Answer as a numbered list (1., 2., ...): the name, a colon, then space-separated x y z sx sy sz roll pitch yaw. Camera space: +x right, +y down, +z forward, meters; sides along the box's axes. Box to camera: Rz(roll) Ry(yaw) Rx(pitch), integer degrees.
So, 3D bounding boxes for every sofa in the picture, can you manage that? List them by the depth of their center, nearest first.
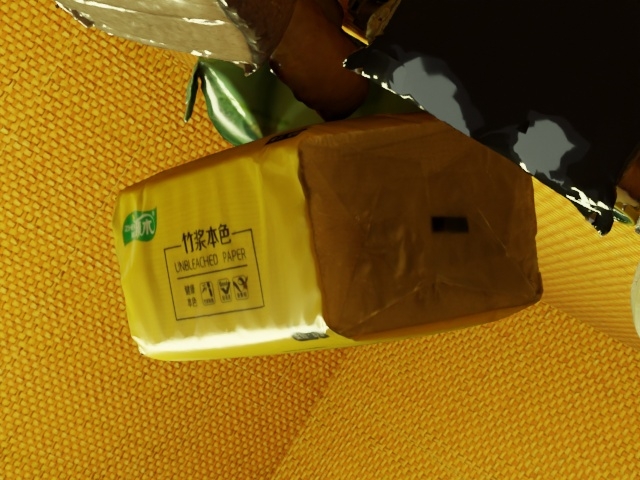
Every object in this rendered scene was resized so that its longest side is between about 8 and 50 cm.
1. sofa: 0.159 -0.153 1.036 0.258 0.182 0.200 32 -165 -2

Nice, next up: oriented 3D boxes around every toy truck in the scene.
1. toy truck: 0.065 -0.230 1.426 0.049 0.054 0.083 33 178 -28

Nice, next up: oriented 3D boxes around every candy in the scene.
1. candy: 0.033 -0.161 1.724 0.398 0.172 0.263 17 -166 -3

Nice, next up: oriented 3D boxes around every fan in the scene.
1. fan: 0.336 -0.060 1.649 0.082 0.039 0.155 32 176 13

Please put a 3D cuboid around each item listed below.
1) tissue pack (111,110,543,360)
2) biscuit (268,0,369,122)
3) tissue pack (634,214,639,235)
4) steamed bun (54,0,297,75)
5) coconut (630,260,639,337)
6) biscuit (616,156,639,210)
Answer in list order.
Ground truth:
1. tissue pack: 0.000 0.000 1.516 0.293 0.228 0.382 -9 178 -36
2. biscuit: -0.050 -0.248 1.471 0.296 0.102 0.296 49 -176 -5
3. tissue pack: 0.382 -0.018 1.496 0.094 0.074 0.059 34 -179 12
4. steamed bun: -0.129 -0.284 1.198 0.251 0.199 0.301 16 168 13
5. coconut: 0.423 0.058 1.605 0.161 0.161 0.162 32 -163 -4
6. biscuit: 0.267 -0.099 1.495 0.183 0.061 0.118 30 176 6
